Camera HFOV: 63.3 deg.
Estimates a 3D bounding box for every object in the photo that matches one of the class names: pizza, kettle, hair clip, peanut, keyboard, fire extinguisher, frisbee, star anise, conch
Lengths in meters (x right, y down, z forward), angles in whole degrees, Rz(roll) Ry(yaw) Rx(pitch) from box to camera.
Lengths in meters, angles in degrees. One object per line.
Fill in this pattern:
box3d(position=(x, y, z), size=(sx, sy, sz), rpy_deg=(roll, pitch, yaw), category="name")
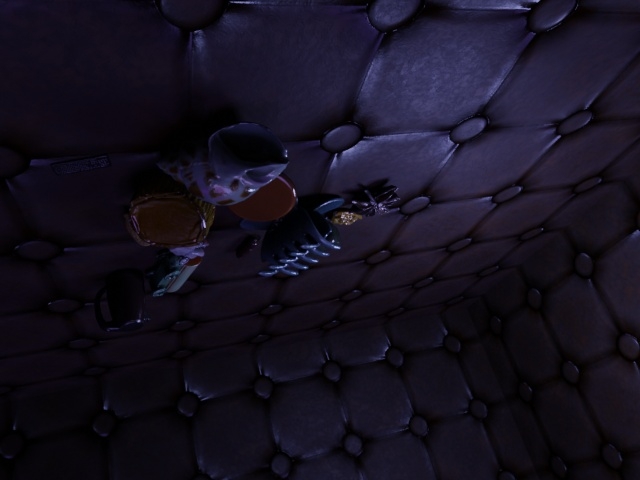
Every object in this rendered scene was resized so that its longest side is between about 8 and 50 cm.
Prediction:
box3d(position=(0.105, -0.094, 2.182), size=(0.160, 0.036, 0.099), rpy_deg=(11, 143, -45), category="pizza")
box3d(position=(-0.792, 0.247, 2.071), size=(0.201, 0.232, 0.144), rpy_deg=(-1, 149, -30), category="kettle")
box3d(position=(-0.106, -0.024, 1.966), size=(0.318, 0.239, 0.391), rpy_deg=(-33, 151, 34), category="hair clip")
box3d(position=(-0.613, -0.040, 1.772), size=(0.083, 0.093, 0.194), rpy_deg=(-52, 166, -20), category="peanut")
box3d(position=(-0.678, -0.214, 1.476), size=(0.154, 0.010, 0.053), rpy_deg=(-13, 153, -10), category="keyboard")
box3d(position=(-0.293, 0.020, 2.158), size=(0.078, 0.045, 0.157), rpy_deg=(-32, 171, -48), category="fire extinguisher")
box3d(position=(-0.202, -0.148, 1.720), size=(0.250, 0.021, 0.251), rpy_deg=(-1, 140, -1), category="frisbee")
box3d(position=(0.212, -0.151, 2.093), size=(0.212, 0.073, 0.197), rpy_deg=(-8, 150, -13), category="star anise")
box3d(position=(-0.285, -0.227, 1.497), size=(0.367, 0.197, 0.250), rpy_deg=(-3, 115, -16), category="conch")

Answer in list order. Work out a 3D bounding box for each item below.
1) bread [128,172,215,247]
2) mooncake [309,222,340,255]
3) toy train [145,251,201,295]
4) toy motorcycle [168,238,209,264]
box3d(position=(-0.460, -0.090, 1.620), size=(0.253, 0.143, 0.228), rpy_deg=(6, 131, 7), category="bread")
box3d(position=(0.000, 0.000, 2.233), size=(0.168, 0.104, 0.175), rpy_deg=(-6, 156, -35), category="mooncake")
box3d(position=(-0.596, 0.129, 2.117), size=(0.177, 0.116, 0.285), rpy_deg=(-10, 156, -43), category="toy train")
box3d(position=(-0.484, -0.008, 1.915), size=(0.170, 0.110, 0.260), rpy_deg=(-32, 159, 1), category="toy motorcycle")
